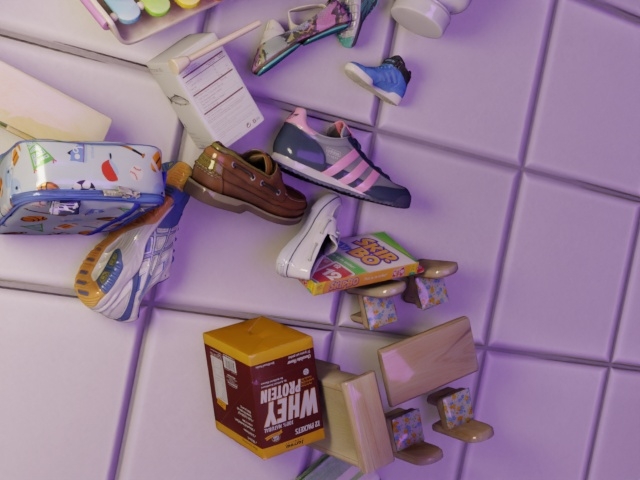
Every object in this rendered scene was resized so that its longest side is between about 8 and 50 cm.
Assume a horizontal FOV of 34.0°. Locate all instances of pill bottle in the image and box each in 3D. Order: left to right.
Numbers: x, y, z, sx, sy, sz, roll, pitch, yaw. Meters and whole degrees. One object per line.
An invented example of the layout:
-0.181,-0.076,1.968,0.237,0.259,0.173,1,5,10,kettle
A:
0.243,-0.533,2.018,0.152,0.152,0.272,31,81,-31,pill bottle

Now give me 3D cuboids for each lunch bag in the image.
-0.374,-0.075,1.613,0.243,0.303,0.115,2,81,-31,lunch bag

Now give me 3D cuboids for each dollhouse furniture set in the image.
0.160,0.265,2.005,0.394,0.256,0.362,-18,101,-28,dollhouse furniture set

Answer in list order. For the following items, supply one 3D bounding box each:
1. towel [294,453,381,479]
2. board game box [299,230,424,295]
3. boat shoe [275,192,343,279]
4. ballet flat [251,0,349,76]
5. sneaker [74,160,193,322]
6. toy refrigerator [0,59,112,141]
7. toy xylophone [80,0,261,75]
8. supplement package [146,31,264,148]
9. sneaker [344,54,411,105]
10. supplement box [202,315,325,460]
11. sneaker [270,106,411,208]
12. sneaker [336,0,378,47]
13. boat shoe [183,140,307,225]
0.044,0.588,2.129,0.248,0.038,0.325,-35,112,-24,towel
0.067,0.039,2.010,0.259,0.124,0.039,-8,125,-32,board game box
0.000,0.000,1.948,0.226,0.076,0.083,-55,157,-38,boat shoe
-0.049,-0.379,1.909,0.221,0.077,0.079,-32,94,-19,ballet flat
-0.300,0.002,1.805,0.296,0.112,0.131,-56,138,-11,sneaker
-0.477,-0.211,1.648,0.269,0.102,0.094,28,82,-32,toy refrigerator
-0.230,-0.412,1.729,0.236,0.081,0.322,42,63,14,toy xylophone
-0.199,-0.257,1.812,0.105,0.105,0.179,-39,115,-19,supplement package
0.115,-0.329,2.022,0.152,0.058,0.084,27,88,-36,sneaker
-0.104,0.261,1.895,0.129,0.191,0.194,-14,105,-29,supplement box
0.058,-0.151,1.983,0.319,0.112,0.131,18,90,-34,sneaker
0.078,-0.444,1.984,0.076,0.065,0.166,6,96,-37,sneaker
-0.105,-0.100,1.832,0.307,0.110,0.104,8,111,-60,boat shoe
